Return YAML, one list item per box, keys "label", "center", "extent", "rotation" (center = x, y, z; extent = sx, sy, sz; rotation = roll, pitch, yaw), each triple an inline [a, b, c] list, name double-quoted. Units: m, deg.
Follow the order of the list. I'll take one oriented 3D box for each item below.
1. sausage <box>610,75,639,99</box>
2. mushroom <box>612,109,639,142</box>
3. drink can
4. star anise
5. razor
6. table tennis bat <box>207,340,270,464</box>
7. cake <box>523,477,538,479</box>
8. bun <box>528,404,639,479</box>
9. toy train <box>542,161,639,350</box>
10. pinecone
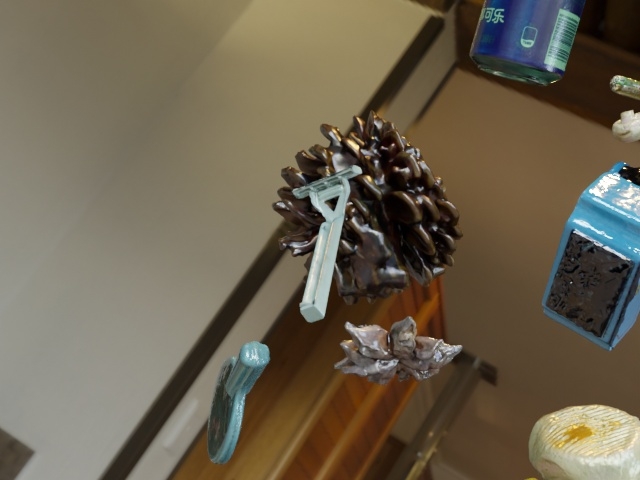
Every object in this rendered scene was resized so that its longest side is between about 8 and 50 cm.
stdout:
- label: "sausage"
  center: [0.613, -0.270, 1.685]
  extent: [0.269, 0.032, 0.033]
  rotation: [4, 3, -39]
- label: "mushroom"
  center: [0.682, -0.252, 2.002]
  extent: [0.083, 0.084, 0.067]
  rotation: [-6, -72, 62]
- label: "drink can"
  center: [0.257, -0.293, 1.082]
  extent: [0.118, 0.204, 0.118]
  rotation: [15, 8, -2]
- label: "star anise"
  center: [0.117, 0.171, 1.353]
  extent: [0.182, 0.065, 0.195]
  rotation: [2, -37, -5]
- label: "razor"
  center: [0.006, 0.008, 1.327]
  extent: [0.111, 0.277, 0.056]
  rotation: [-20, -49, 26]
- label: "table tennis bat"
  center: [-0.097, 0.175, 1.033]
  extent: [0.033, 0.124, 0.201]
  rotation: [9, -39, -16]
- label: "cake"
  center: [0.217, 0.432, 1.240]
  extent: [0.156, 0.260, 0.179]
  rotation: [57, 0, 15]
- label: "bun"
  center: [0.560, 0.442, 1.881]
  extent: [0.244, 0.244, 0.153]
  rotation: [17, -55, 40]
- label: "toy train"
  center: [0.527, 0.029, 1.618]
  extent: [0.188, 0.265, 0.300]
  rotation: [31, -43, 28]
- label: "pinecone"
  center: [0.082, -0.060, 1.840]
  extent: [0.398, 0.397, 0.397]
  rotation: [30, -20, 12]
